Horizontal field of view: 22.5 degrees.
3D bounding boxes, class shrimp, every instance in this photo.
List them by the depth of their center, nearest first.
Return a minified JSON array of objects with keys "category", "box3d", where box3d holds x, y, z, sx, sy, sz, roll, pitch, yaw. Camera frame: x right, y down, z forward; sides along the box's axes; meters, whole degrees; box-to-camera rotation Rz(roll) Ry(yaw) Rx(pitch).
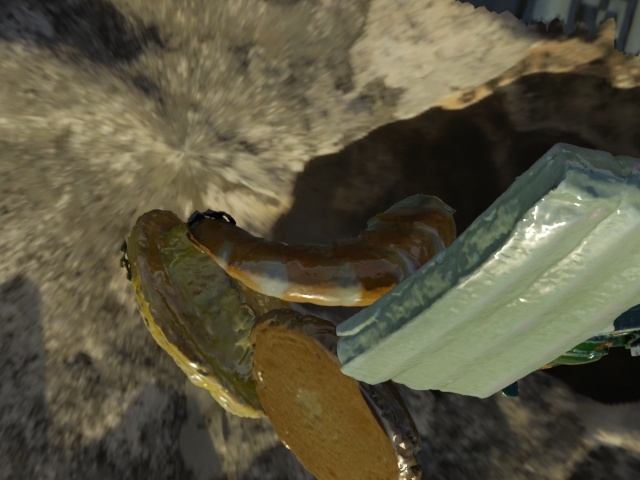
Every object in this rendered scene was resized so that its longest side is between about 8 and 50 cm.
[{"category":"shrimp","box3d":[0.000,0.000,1.068,0.166,0.161,0.049,14,119,28]}]

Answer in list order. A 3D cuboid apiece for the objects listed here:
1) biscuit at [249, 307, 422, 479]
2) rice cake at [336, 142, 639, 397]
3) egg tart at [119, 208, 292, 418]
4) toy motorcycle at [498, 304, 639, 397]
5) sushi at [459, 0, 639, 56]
[{"category":"biscuit","box3d":[0.014,0.160,1.525,0.042,0.226,0.226,-36,96,-30]},{"category":"rice cake","box3d":[0.119,0.025,0.924,0.127,0.237,0.043,11,55,-28]},{"category":"egg tart","box3d":[-0.119,0.078,1.929,0.118,0.288,0.288,-31,95,14]},{"category":"toy motorcycle","box3d":[0.249,0.074,1.494,0.274,0.187,0.125,-6,85,-19]},{"category":"sushi","box3d":[0.177,-0.202,0.583,0.373,0.100,0.296,9,99,-46]}]
